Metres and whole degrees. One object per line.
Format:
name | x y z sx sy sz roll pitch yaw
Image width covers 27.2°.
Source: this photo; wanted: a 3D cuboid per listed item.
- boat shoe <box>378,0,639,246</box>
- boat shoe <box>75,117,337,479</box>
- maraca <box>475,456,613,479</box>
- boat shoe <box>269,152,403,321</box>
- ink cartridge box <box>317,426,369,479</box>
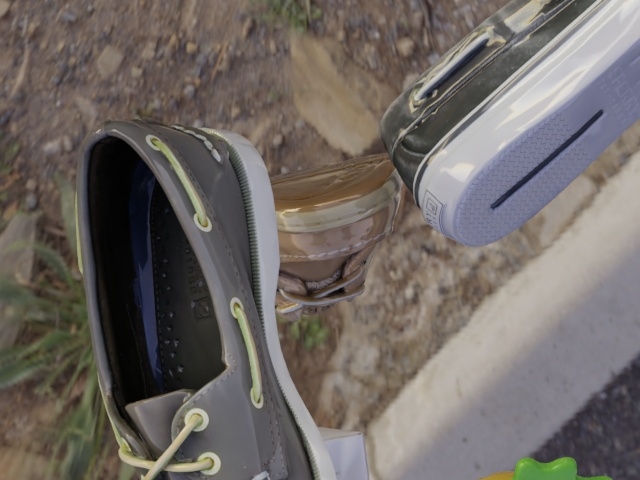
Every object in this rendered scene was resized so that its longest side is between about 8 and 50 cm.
boat shoe | 0.173 -0.143 0.804 0.335 0.119 0.121 -38 149 0
boat shoe | -0.066 0.081 0.682 0.109 0.305 0.091 -21 162 34
maraca | 0.173 0.245 1.143 0.127 0.099 0.185 26 129 -21
boat shoe | 0.000 0.000 0.994 0.122 0.341 0.110 -12 94 -5
ink cartridge box | -0.028 0.325 1.324 0.114 0.197 0.272 -7 88 -23
